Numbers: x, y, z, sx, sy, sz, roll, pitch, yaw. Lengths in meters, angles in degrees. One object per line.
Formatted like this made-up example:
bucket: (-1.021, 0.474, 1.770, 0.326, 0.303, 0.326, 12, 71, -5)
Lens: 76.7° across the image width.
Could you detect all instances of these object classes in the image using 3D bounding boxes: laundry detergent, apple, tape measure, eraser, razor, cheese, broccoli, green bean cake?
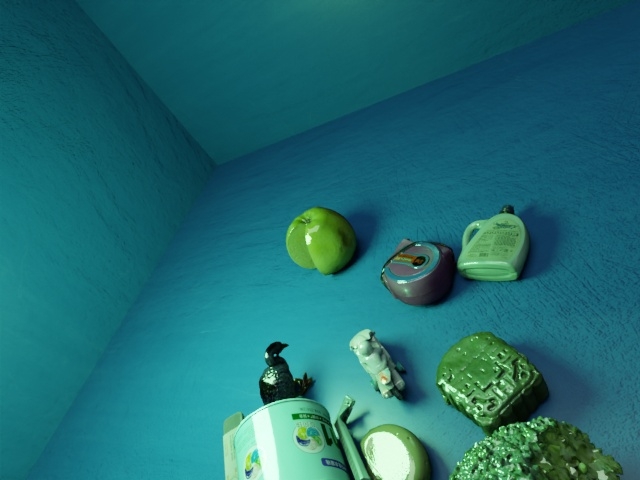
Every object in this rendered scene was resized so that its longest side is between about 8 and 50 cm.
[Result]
laundry detergent: (0.574, -0.005, 1.336, 0.215, 0.105, 0.280, -4, 49, 41)
apple: (0.000, 0.000, 1.701, 0.292, 0.254, 0.292, -21, 36, 16)
tape measure: (0.341, 0.104, 1.393, 0.245, 0.149, 0.231, -46, 33, -23)
eraser: (-0.256, 0.720, 1.289, 0.089, 0.061, 0.352, -34, 35, 7)
razor: (0.076, 0.543, 1.092, 0.278, 0.056, 0.111, -121, 53, -76)
cheese: (0.187, 0.569, 1.050, 0.175, 0.091, 0.202, -40, 34, -1)
broccoli: (0.400, 0.506, 0.786, 0.338, 0.317, 0.277, -67, 2, -56)
laundry detergent: (-0.065, 0.624, 1.036, 0.287, 0.287, 0.305, -35, 35, 4)
green bean cake: (0.427, 0.365, 1.047, 0.222, 0.125, 0.227, -42, 31, -6)

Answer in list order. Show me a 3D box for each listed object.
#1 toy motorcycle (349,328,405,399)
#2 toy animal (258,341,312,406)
toy motorcycle: (0.163, 0.361, 1.233, 0.110, 0.171, 0.260, -38, 33, 3)
toy animal: (-0.124, 0.487, 1.331, 0.122, 0.185, 0.298, -9, 63, 27)
